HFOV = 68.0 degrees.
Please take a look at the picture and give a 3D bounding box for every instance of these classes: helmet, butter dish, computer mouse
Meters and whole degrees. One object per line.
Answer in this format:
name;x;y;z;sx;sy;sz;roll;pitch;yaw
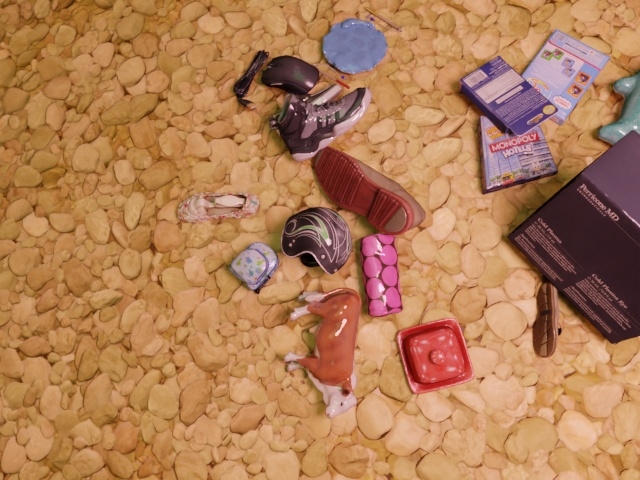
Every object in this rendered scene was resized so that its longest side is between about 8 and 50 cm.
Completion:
helmet;0.000;0.000;1.190;0.161;0.169;0.170;1;78;25
butter dish;0.274;0.272;1.120;0.160;0.118;0.160;-15;76;5
computer mouse;-0.139;-0.441;1.310;0.262;0.060;0.184;31;85;33

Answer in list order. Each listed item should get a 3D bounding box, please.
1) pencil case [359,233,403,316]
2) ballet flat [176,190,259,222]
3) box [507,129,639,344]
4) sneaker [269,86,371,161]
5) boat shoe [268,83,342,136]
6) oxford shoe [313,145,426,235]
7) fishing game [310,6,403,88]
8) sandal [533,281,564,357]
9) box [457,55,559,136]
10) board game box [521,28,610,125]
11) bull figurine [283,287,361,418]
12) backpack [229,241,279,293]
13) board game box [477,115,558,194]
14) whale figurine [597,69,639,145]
pencil case;0.157;0.086;1.192;0.098;0.095;0.210;2;79;-29
ballet flat;-0.288;-0.100;1.292;0.240;0.077;0.091;-7;79;7
box;0.641;0.010;1.007;0.179;0.312;0.343;-36;76;-17
sneaker;-0.005;-0.334;1.223;0.268;0.153;0.101;-37;32;14
boat shoe;-0.043;-0.375;1.307;0.219;0.078;0.070;-34;93;1
oxford shoe;0.121;-0.132;1.240;0.348;0.130;0.123;44;123;26
fishing game;0.095;-0.549;1.351;0.189;0.041;0.264;34;77;12
sandal;0.552;0.190;1.131;0.049;0.072;0.180;13;76;-12
box;0.477;-0.363;1.212;0.136;0.036;0.225;-32;66;-7
board game box;0.629;-0.433;1.253;0.160;0.039;0.211;36;85;13
bull figurine;0.013;0.267;1.165;0.188;0.101;0.311;7;80;11
backpack;-0.167;0.063;1.240;0.105;0.084;0.114;41;84;11
board game box;0.488;-0.239;1.223;0.194;0.060;0.194;-16;78;4
whale figurine;0.816;-0.331;1.155;0.272;0.141;0.216;-42;77;-1
